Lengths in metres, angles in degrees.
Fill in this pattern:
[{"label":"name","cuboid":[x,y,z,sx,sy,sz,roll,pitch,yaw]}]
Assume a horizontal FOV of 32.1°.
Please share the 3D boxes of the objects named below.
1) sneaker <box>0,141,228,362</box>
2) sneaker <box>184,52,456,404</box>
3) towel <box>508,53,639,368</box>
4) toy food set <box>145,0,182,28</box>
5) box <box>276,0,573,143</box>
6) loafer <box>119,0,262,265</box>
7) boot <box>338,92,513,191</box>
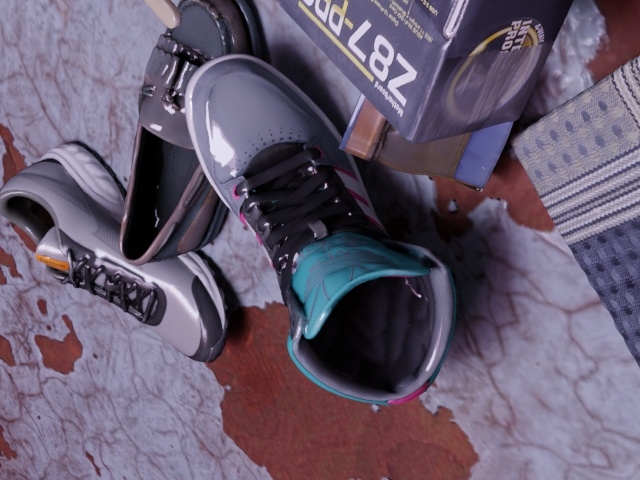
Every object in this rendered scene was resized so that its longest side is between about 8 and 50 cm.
[{"label":"sneaker","cuboid":[-0.197,0.025,1.053,0.271,0.108,0.100,41,134,15]},{"label":"sneaker","cuboid":[0.000,0.000,0.787,0.296,0.123,0.178,57,177,-10]},{"label":"towel","cuboid":[0.276,0.016,0.617,0.312,0.056,0.324,59,153,0]},{"label":"toy food set","cuboid":[-0.080,-0.231,0.654,0.132,0.038,0.192,52,140,17]},{"label":"box","cuboid":[0.011,-0.295,0.597,0.395,0.097,0.318,50,139,31]},{"label":"loafer","cuboid":[-0.114,-0.082,0.925,0.096,0.084,0.268,35,134,22]},{"label":"boot","cuboid":[0.100,-0.132,0.726,0.106,0.082,0.219,24,124,-3]}]
